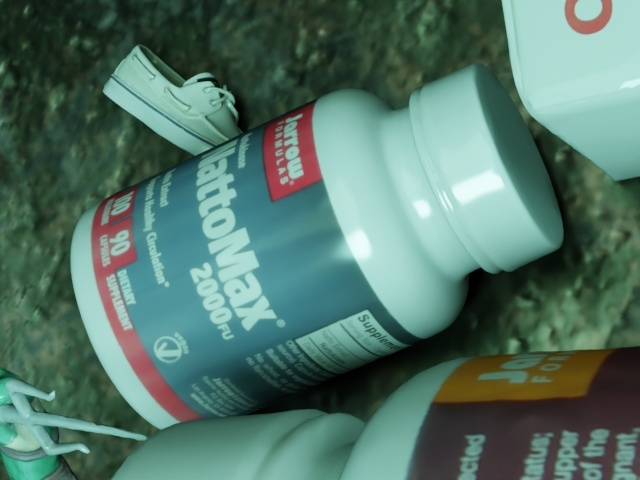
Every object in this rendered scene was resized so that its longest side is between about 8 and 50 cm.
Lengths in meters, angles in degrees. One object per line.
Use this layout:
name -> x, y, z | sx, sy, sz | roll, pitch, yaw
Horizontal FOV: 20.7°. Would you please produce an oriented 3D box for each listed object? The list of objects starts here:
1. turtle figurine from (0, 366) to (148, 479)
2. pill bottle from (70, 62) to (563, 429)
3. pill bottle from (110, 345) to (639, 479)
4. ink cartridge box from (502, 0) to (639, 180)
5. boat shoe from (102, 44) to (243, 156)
turtle figurine -> -0.120, 0.150, 0.709 | 0.234, 0.118, 0.175 | -17, 63, 46
pill bottle -> 0.000, 0.000, 0.715 | 0.180, 0.108, 0.108 | -24, 69, 18
pill bottle -> 0.132, 0.142, 0.556 | 0.392, 0.224, 0.224 | -5, 76, 23
ink cartridge box -> 0.212, -0.159, 0.644 | 0.289, 0.121, 0.211 | -11, 74, 22
boat shoe -> -0.056, -0.059, 0.796 | 0.100, 0.035, 0.035 | 35, 97, 34
